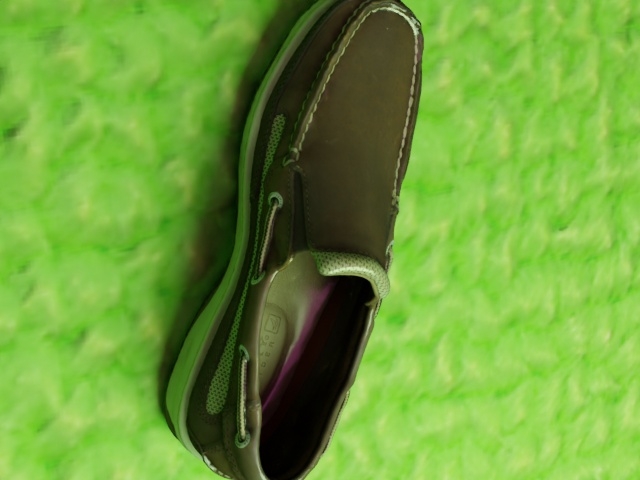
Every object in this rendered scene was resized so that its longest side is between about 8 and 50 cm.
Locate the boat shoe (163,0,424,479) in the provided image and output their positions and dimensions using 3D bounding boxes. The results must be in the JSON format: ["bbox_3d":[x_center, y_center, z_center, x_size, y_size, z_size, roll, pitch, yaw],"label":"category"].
[{"bbox_3d":[0.007,0.002,0.491,0.095,0.095,0.258,13,96,-33],"label":"boat shoe"}]
